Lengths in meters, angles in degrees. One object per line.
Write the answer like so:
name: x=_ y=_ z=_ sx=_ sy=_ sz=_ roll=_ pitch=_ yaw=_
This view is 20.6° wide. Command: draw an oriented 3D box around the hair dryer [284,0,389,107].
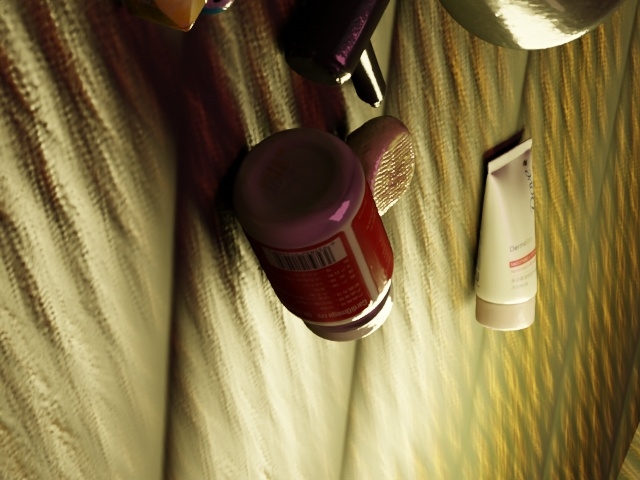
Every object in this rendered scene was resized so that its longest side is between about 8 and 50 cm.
hair dryer: x=0.028 y=-0.179 z=1.781 sx=0.114 sy=0.070 sz=0.248 roll=-63 pitch=164 yaw=-15

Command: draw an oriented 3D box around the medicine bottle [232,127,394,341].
medicine bottle: x=0.000 y=0.000 z=1.764 sx=0.131 sy=0.131 sz=0.250 roll=-59 pitch=155 yaw=-20

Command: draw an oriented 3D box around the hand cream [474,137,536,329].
hand cream: x=0.254 y=-0.007 z=2.370 sx=0.133 sy=0.083 sz=0.248 roll=-35 pitch=130 yaw=-54

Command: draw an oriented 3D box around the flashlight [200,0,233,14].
flashlight: x=-0.078 y=-0.243 z=1.513 sx=0.051 sy=0.051 sz=0.129 roll=85 pitch=29 yaw=-45

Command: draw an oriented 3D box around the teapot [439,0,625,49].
teapot: x=0.173 y=-0.353 z=1.708 sx=0.344 sy=0.253 sz=0.300 roll=10 pitch=101 yaw=-61

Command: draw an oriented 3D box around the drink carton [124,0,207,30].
drink carton: x=-0.136 y=-0.250 z=1.346 sx=0.084 sy=0.074 sz=0.200 roll=-60 pitch=156 yaw=-20

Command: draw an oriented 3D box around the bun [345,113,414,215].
bun: x=0.052 y=-0.081 z=1.882 sx=0.115 sy=0.069 sz=0.115 roll=-45 pitch=145 yaw=-44
